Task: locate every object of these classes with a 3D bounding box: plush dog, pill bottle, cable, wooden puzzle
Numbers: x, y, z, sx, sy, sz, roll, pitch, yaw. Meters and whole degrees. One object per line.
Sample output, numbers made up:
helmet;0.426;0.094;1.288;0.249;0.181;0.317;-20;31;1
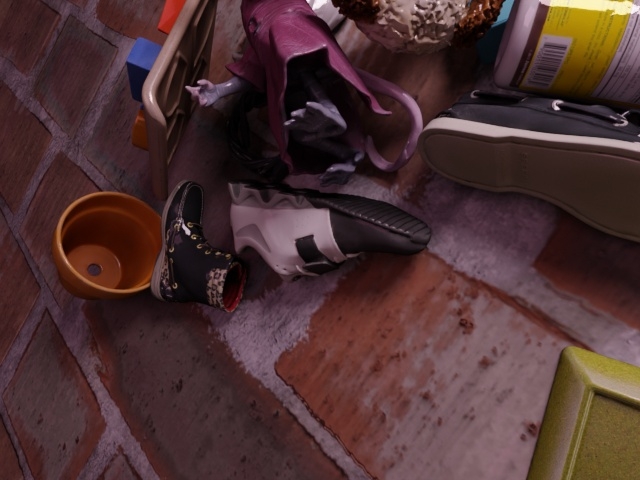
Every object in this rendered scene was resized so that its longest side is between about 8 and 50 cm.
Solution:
plush dog;0.093;-0.318;0.492;0.262;0.210;0.225;2;62;-12
pill bottle;0.305;-0.202;0.427;0.215;0.117;0.117;15;87;11
cable;-0.083;-0.198;0.705;0.150;0.047;0.184;47;121;6
wooden puzzle;-0.253;-0.280;0.700;0.322;0.080;0.348;142;141;-65

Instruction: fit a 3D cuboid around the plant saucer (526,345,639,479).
plant saucer;0.315;0.223;0.395;0.188;0.045;0.188;15;88;34

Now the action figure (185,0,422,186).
action figure;-0.034;-0.274;0.542;0.370;0.275;0.248;68;153;23

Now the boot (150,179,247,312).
boot;-0.209;0.009;0.751;0.178;0.085;0.236;8;83;29

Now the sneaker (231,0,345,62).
sneaker;-0.038;-0.394;0.685;0.114;0.152;0.305;31;96;42

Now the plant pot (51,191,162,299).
plant pot;-0.437;0.033;0.829;0.188;0.205;0.205;-29;65;41

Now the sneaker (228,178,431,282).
sneaker;0.000;0.000;0.613;0.330;0.122;0.146;13;105;32

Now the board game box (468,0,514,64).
board game box;0.346;-0.397;0.490;0.336;0.079;0.254;-10;75;30

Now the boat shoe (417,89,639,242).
boat shoe;0.283;-0.095;0.445;0.340;0.127;0.113;22;66;36
